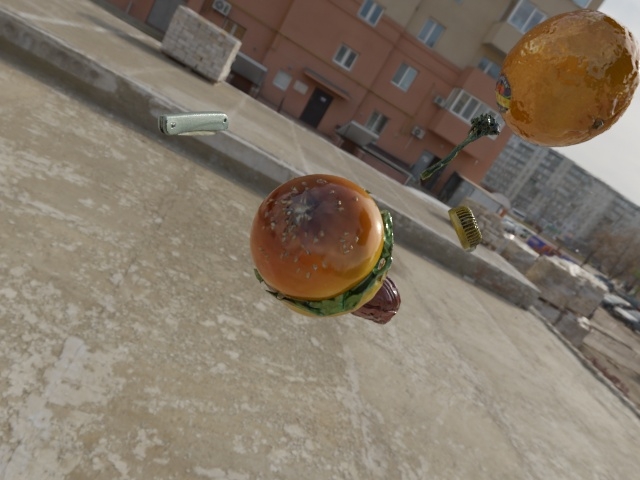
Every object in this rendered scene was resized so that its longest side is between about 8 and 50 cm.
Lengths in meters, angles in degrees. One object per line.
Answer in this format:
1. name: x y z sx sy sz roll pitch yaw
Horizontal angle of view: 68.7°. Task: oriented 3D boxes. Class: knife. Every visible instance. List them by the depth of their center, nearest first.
1. knife: -0.219 -0.203 0.821 0.023 0.044 0.162 21 24 22

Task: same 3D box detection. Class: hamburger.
1. hamburger: 0.000 -0.001 0.756 0.246 0.246 0.170 43 -13 34

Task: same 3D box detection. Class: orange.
1. orange: 0.328 -0.210 0.627 0.177 0.178 0.155 26 28 -20

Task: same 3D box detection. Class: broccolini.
1. broccolini: 0.367 -0.248 1.232 0.071 0.254 0.058 45 -10 42

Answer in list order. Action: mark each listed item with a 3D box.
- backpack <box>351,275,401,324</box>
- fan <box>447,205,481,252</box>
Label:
1. backpack: 0.125 0.148 1.326 0.229 0.229 0.139 36 58 14
2. fan: 0.283 -0.015 0.906 0.155 0.039 0.082 40 30 -63
